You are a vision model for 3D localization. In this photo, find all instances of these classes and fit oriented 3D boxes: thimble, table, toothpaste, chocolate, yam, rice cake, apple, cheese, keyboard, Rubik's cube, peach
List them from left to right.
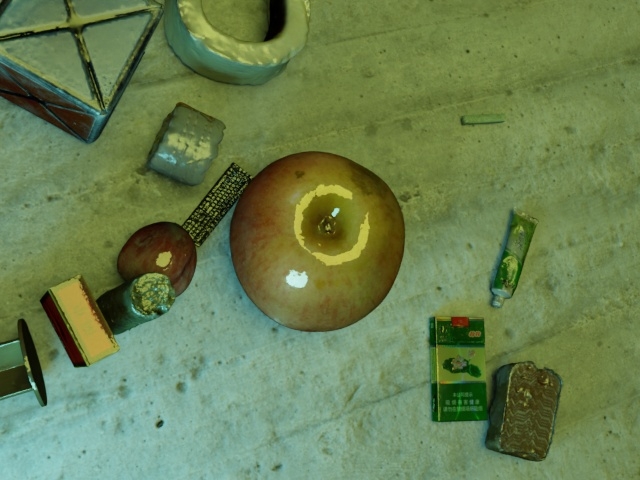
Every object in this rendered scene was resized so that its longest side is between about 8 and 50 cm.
[{"bbox_3d":[-0.625,0.250,1.533,0.226,0.167,0.167,-15,88,-13],"label":"table"},{"bbox_3d":[-0.471,-0.366,1.620,0.259,0.255,0.260,32,74,-15],"label":"Rubik's cube"},{"bbox_3d":[-0.350,0.118,1.596,0.093,0.259,0.093,7,75,-28],"label":"yam"},{"bbox_3d":[-0.312,0.032,1.690,0.152,0.152,0.152,3,81,-21],"label":"peach"},{"bbox_3d":[-0.272,-0.193,1.736,0.117,0.127,0.151,26,75,-17],"label":"thimble"},{"bbox_3d":[-0.217,-0.077,1.800,0.060,0.018,0.195,39,70,-9],"label":"keyboard"},{"bbox_3d":[-0.172,-0.509,1.809,0.292,0.153,0.332,6,82,-20],"label":"cheese"},{"bbox_3d":[0.000,0.000,1.707,0.363,0.364,0.364,3,81,-21],"label":"apple"},{"bbox_3d":[0.394,-0.293,2.065,0.121,0.021,0.022,-7,80,-24],"label":"rice cake"},{"bbox_3d":[0.454,0.044,2.027,0.078,0.047,0.248,28,71,-17],"label":"toothpaste"},{"bbox_3d":[0.457,0.385,1.952,0.148,0.093,0.214,19,77,-19],"label":"chocolate"}]

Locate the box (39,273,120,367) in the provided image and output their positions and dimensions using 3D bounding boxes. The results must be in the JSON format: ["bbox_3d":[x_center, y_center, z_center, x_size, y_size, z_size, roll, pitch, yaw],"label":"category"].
[{"bbox_3d":[-0.442,0.151,1.559,0.074,0.240,0.153,-32,94,-22],"label":"box"}]

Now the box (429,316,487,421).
[{"bbox_3d":[0.312,0.290,1.940,0.132,0.034,0.235,3,81,-20],"label":"box"}]
